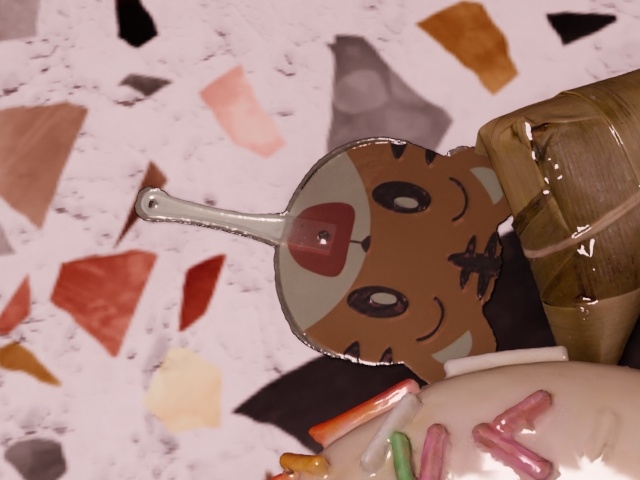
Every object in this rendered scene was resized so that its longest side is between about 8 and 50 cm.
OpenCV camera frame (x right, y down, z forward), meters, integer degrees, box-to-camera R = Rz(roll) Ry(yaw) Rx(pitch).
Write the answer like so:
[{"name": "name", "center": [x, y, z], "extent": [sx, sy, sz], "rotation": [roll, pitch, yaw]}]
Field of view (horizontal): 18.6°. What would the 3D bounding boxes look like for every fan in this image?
[{"name": "fan", "center": [0.000, 0.000, 1.136], "extent": [0.226, 0.008, 0.153], "rotation": [10, 68, 10]}]

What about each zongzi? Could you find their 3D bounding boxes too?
[{"name": "zongzi", "center": [0.186, -0.008, 1.092], "extent": [0.160, 0.078, 0.176], "rotation": [-20, 89, -15]}]

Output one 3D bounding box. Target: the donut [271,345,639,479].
[{"name": "donut", "center": [0.112, 0.222, 0.945], "extent": [0.382, 0.142, 0.383], "rotation": [-3, 65, 7]}]
